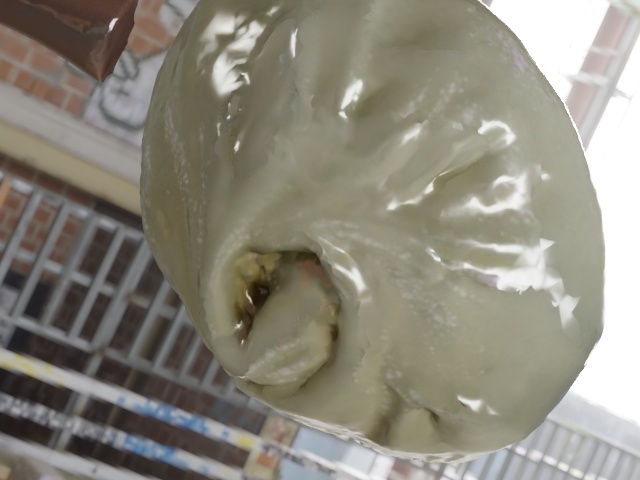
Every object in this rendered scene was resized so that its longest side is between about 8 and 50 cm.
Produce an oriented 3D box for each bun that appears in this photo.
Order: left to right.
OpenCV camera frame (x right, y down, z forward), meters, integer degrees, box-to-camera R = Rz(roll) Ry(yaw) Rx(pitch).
[{"bbox_3d":[0.000,0.000,0.413,0.183,0.183,0.102,24,40,33],"label":"bun"}]

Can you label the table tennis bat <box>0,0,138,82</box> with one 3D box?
[{"bbox_3d":[-0.129,-0.070,0.258,0.170,0.107,0.119,26,20,-3],"label":"table tennis bat"}]
